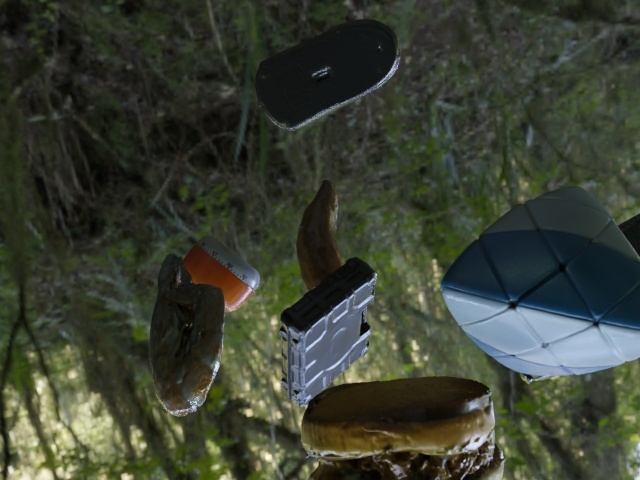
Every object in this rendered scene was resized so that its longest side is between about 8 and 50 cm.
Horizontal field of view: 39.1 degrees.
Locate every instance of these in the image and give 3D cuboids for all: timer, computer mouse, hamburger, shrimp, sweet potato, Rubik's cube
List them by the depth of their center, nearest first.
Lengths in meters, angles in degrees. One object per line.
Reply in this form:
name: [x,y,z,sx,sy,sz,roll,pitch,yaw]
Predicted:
hamburger: [0.067,0.188,0.809,0.191,0.117,0.182,-1,-178,33]
Rubik's cube: [0.302,0.043,1.031,0.255,0.254,0.254,-8,-160,3]
shrimp: [-0.187,0.107,1.284,0.164,0.062,0.316,-45,-145,24]
timer: [-0.180,0.068,1.523,0.136,0.136,0.099,-4,169,15]
computer mouse: [0.014,-0.299,1.601,0.270,0.137,0.086,-24,-172,9]
sweet potato: [-0.001,-0.001,1.845,0.098,0.097,0.291,-8,-120,5]

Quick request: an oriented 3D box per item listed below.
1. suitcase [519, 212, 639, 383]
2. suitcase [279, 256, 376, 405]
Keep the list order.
suitcase: [0.416,0.096,1.437,0.230,0.152,0.335,-37,172,-13]
suitcase: [0.013,0.176,1.696,0.206,0.285,0.066,-37,-119,-26]
